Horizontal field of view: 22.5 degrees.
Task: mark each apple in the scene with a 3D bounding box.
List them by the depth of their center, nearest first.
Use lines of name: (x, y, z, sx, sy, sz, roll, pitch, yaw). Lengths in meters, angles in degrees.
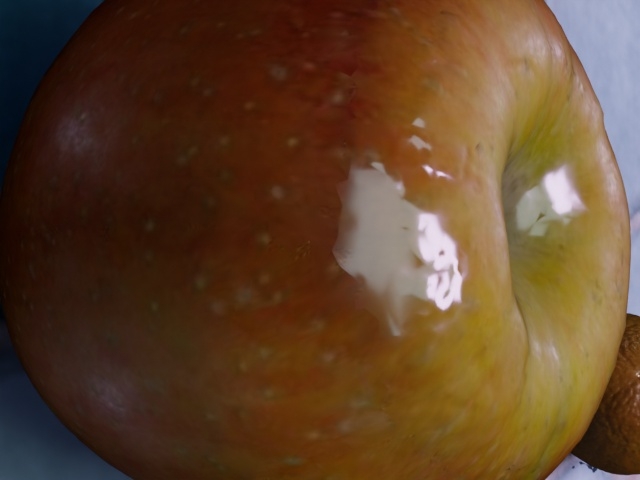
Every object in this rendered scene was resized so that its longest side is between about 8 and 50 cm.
apple: (0.000, 0.000, 0.539, 0.235, 0.173, 0.210, 41, 51, -50)

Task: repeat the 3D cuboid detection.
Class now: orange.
orange: (0.144, 0.073, 0.771, 0.085, 0.085, 0.085, 8, 79, -49)
